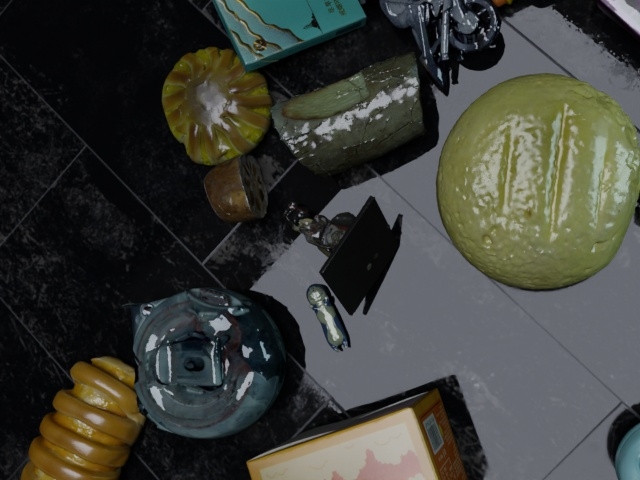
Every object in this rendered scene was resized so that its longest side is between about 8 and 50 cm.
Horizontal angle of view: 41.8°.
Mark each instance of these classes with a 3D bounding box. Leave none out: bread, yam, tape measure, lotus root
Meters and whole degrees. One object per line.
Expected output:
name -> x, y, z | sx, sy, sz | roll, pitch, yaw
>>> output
bread -> -0.185, -0.241, 1.479 | 0.214, 0.105, 0.213 | -2, 83, 13
bread -> -0.422, 0.356, 1.485 | 0.173, 0.121, 0.311 | 22, 90, 16
yam -> 0.058, -0.200, 1.390 | 0.255, 0.154, 0.153 | -20, 81, 8
bread -> 0.325, -0.087, 1.260 | 0.321, 0.237, 0.320 | 0, 89, 15
tape measure -> -0.201, 0.208, 1.424 | 0.275, 0.147, 0.256 | -8, 84, 15
lotus root -> -0.141, -0.083, 1.443 | 0.081, 0.122, 0.112 | -21, 89, 14

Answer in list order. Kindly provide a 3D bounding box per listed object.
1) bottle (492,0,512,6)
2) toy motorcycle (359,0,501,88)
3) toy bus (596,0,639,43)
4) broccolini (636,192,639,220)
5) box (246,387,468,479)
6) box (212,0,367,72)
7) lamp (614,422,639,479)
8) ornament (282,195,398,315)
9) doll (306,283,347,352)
bottle -> 0.366, -0.437, 1.366 | 0.187, 0.069, 0.069 | -24, 80, 14
toy motorcycle -> 0.162, -0.413, 1.396 | 0.173, 0.108, 0.307 | -40, 79, 28
toy bus -> 0.549, -0.341, 1.298 | 0.112, 0.090, 0.274 | -46, 75, 16
broccolini -> 0.513, -0.208, 1.251 | 0.079, 0.074, 0.391 | -2, 103, 15
box -> 0.076, 0.371, 1.265 | 0.260, 0.283, 0.213 | -23, 79, 12
box -> -0.057, -0.406, 1.454 | 0.229, 0.041, 0.162 | -24, 79, -8
lamp -> 0.559, 0.371, 1.208 | 0.284, 0.147, 0.209 | 41, 97, 15
ornament -> 0.000, 0.000, 1.401 | 0.196, 0.166, 0.153 | 25, 70, 34
doll -> 0.011, 0.132, 1.434 | 0.037, 0.027, 0.125 | -27, 79, 4
